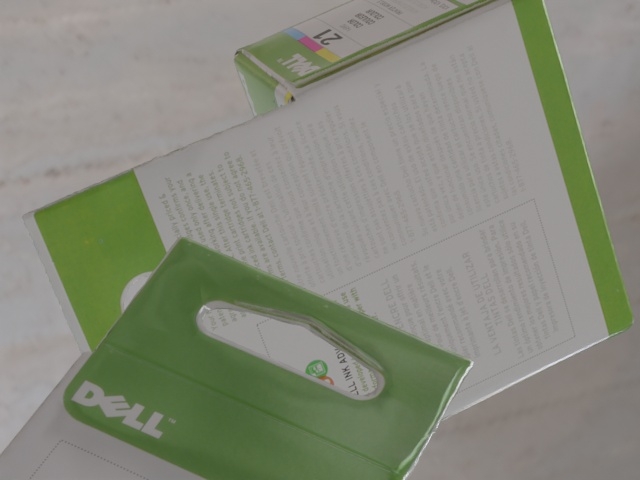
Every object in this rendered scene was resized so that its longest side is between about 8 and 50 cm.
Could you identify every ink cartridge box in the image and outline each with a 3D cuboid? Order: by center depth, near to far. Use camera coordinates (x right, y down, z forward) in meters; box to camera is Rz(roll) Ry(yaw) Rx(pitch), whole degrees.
[{"bbox_3d":[-0.048,0.102,0.530,0.209,0.109,0.062,-54,160,-40],"label":"ink cartridge box"},{"bbox_3d":[0.000,0.000,0.875,0.255,0.097,0.189,-24,114,-10],"label":"ink cartridge box"}]
